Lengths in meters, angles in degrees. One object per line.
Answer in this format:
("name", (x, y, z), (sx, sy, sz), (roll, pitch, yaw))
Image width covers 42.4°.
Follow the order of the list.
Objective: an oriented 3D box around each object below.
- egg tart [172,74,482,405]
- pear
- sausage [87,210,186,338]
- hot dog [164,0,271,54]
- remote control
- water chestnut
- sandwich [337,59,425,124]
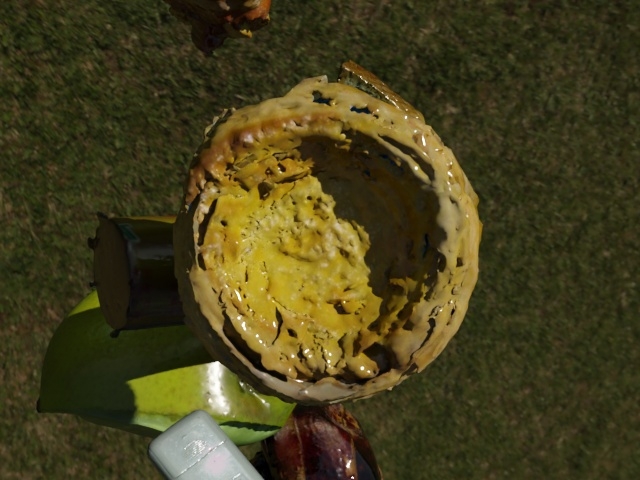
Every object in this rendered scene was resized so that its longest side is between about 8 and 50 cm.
("egg tart", (0.000, 0.000, 0.723), (0.291, 0.107, 0.290), (1, 104, 5))
("pear", (-0.167, 0.169, 1.167), (0.342, 0.318, 0.238), (32, 59, -61))
("sausage", (-0.080, 0.031, 0.895), (0.317, 0.125, 0.117), (-3, 143, -26))
("hot dog", (-0.113, -0.287, 0.873), (0.146, 0.103, 0.213), (10, 142, 2))
("remote control", (-0.061, 0.169, 0.545), (0.053, 0.124, 0.018), (-35, 158, -29))
("water chestnut", (-0.024, 0.359, 1.291), (0.238, 0.223, 0.223), (-13, 120, -7))
("sandwich", (0.049, -0.154, 1.323), (0.186, 0.065, 0.214), (39, 114, -8))
